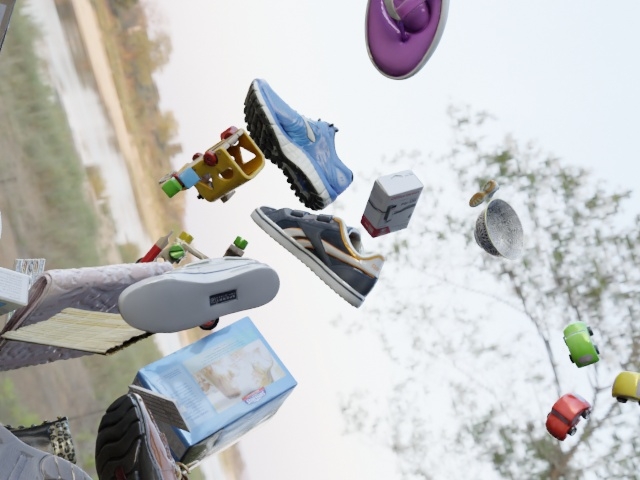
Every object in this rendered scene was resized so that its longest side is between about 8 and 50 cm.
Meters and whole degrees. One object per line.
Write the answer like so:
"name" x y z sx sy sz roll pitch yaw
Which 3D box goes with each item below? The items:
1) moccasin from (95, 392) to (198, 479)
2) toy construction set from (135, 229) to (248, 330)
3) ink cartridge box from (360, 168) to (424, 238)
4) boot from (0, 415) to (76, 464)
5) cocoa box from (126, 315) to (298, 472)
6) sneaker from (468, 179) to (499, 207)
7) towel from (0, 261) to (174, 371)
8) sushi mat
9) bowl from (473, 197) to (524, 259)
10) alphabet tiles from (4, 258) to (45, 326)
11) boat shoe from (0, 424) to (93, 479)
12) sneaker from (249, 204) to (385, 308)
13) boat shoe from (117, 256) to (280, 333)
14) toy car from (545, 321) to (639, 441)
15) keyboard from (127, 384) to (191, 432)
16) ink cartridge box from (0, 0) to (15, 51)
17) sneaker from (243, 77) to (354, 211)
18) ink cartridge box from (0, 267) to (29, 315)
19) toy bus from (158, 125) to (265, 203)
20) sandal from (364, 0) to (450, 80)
"moccasin" -0.297 0.438 1.693 0.147 0.139 0.380 40 10 -51
"toy construction set" -0.305 0.047 2.274 0.257 0.237 0.309 37 -6 22
"ink cartridge box" 0.153 -0.078 2.035 0.056 0.099 0.135 54 -34 31
"boot" -0.546 0.351 1.701 0.236 0.178 0.085 -131 -147 -52
"cocoa box" -0.276 0.387 2.325 0.231 0.347 0.228 51 -40 17
"sneaker" 0.385 -0.103 2.207 0.037 0.083 0.032 27 26 -49
"towel" -0.504 0.152 1.954 0.332 0.317 0.053 -5 57 -55
"sushi mat" -0.398 0.151 1.610 0.316 0.151 0.019 1 -72 42
"bowl" 0.460 -0.021 2.512 0.080 0.170 0.170 -21 -99 42
"alphabet tiles" -0.735 0.144 2.371 0.237 0.009 0.198 13 86 -86
"boat shoe" -0.431 0.366 1.362 0.324 0.116 0.123 45 39 -18
"sneaker" 0.000 0.000 1.920 0.321 0.127 0.126 38 1 28
"boat shoe" -0.199 0.075 1.510 0.088 0.267 0.096 34 -47 54
"toy car" 0.527 0.254 1.860 0.053 0.239 0.225 44 27 -51
"keyboard" -0.331 0.340 1.923 0.256 0.014 0.072 -1 -68 59
"ink cartridge box" -0.505 -0.273 1.278 0.193 0.088 0.235 40 -68 47
"sneaker" -0.048 -0.224 2.087 0.330 0.147 0.130 54 -28 7
"ink cartridge box" -0.714 0.083 1.665 0.296 0.261 0.066 24 56 -47
"toy bus" -0.201 -0.125 1.807 0.104 0.191 0.202 52 -6 -13
"sandal" 0.168 -0.507 1.747 0.102 0.169 0.416 -3 112 -59
